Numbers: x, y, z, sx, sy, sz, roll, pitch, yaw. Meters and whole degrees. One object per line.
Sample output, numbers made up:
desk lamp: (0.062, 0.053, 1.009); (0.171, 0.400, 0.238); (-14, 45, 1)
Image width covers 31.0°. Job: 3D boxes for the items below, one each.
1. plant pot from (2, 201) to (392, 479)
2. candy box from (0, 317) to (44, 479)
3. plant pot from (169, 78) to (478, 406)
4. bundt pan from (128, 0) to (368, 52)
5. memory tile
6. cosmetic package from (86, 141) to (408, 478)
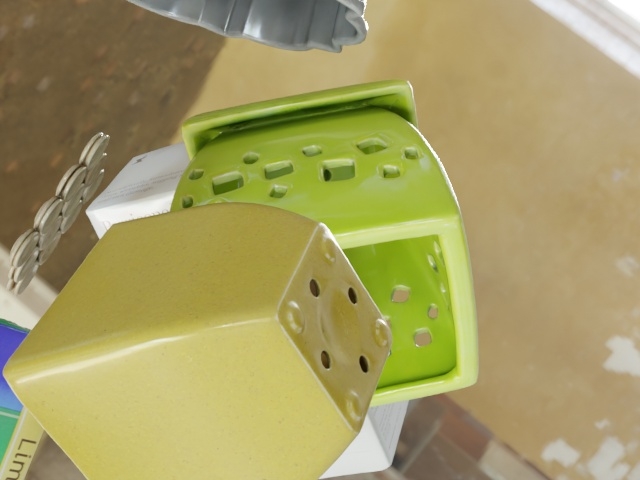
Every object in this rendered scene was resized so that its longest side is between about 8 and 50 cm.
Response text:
plant pot: (-0.027, 0.035, 0.355); (0.083, 0.081, 0.081); (-19, 26, 30)
candy box: (-0.331, 0.129, 0.616); (0.317, 0.122, 0.268); (25, -97, -42)
plant pot: (0.000, 0.000, 0.965); (0.227, 0.228, 0.207); (77, -175, -48)
bundt pan: (-0.101, -0.255, 0.821); (0.331, 0.331, 0.124); (43, -113, -81)
memory tile: (-0.236, -0.023, 1.036); (0.148, 0.012, 0.113); (-59, 1, -24)
cosmetic package: (-0.067, 0.074, 1.272); (0.217, 0.385, 0.156); (-16, 25, 22)
